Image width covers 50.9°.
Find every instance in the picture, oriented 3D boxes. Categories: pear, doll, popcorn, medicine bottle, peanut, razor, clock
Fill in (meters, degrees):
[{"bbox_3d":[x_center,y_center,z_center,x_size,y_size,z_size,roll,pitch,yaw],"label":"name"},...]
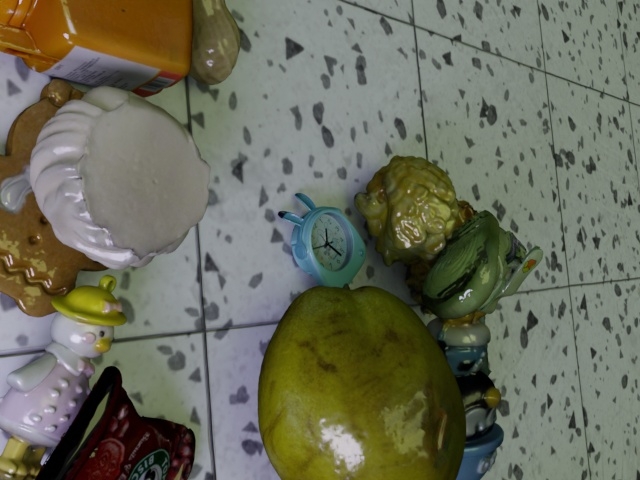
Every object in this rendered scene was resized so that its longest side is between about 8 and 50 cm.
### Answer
[{"bbox_3d":[0.051,0.211,0.842,0.269,0.269,0.322,2,71,-44],"label":"pear"},{"bbox_3d":[-0.250,0.128,0.653,0.129,0.081,0.207,59,50,-66],"label":"doll"},{"bbox_3d":[0.137,-0.039,1.030,0.142,0.173,0.174,-6,88,-39],"label":"popcorn"},{"bbox_3d":[-0.252,-0.249,0.702,0.222,0.112,0.150,6,78,-44],"label":"medicine bottle"},{"bbox_3d":[0.213,0.258,1.045,0.177,0.141,0.314,-5,99,-51],"label":"doll"},{"bbox_3d":[-0.146,-0.287,0.840,0.082,0.082,0.187,-18,95,-45],"label":"peanut"},{"bbox_3d":[0.276,0.175,1.161,0.084,0.035,0.211,-40,134,-42],"label":"razor"},{"bbox_3d":[0.001,0.000,0.960,0.147,0.045,0.108,56,49,-22],"label":"clock"}]

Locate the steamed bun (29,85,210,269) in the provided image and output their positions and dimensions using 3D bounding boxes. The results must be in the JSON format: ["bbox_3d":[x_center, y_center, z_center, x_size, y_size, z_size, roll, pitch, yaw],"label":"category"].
[{"bbox_3d":[-0.205,-0.057,0.676,0.182,0.106,0.183,4,84,-47],"label":"steamed bun"}]

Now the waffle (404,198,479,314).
[{"bbox_3d":[0.228,0.028,1.178,0.231,0.051,0.229,26,69,-39],"label":"waffle"}]

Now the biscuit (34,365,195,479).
[{"bbox_3d":[-0.202,0.231,0.674,0.151,0.063,0.235,-60,150,-23],"label":"biscuit"}]

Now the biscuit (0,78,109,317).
[{"bbox_3d":[-0.275,-0.049,0.703,0.184,0.035,0.249,41,57,-33],"label":"biscuit"}]

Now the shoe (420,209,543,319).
[{"bbox_3d":[0.241,0.035,0.993,0.128,0.140,0.262,32,26,-1],"label":"shoe"}]
